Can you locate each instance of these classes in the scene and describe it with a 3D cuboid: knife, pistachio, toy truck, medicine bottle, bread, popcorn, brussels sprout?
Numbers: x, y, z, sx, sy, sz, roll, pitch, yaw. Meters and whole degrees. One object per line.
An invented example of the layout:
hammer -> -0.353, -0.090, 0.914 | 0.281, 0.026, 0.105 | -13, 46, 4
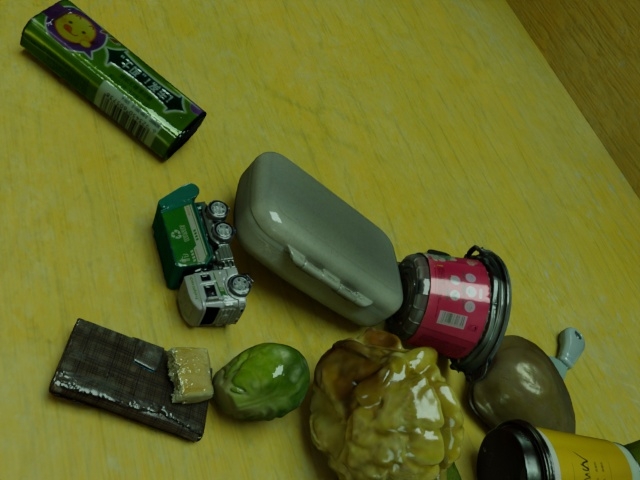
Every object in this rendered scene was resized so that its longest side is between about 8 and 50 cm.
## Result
knife -> 0.598, 0.320, 1.556 | 0.080, 0.044, 0.331 | 48, 43, 3
pistachio -> 0.443, 0.334, 1.315 | 0.260, 0.163, 0.213 | 45, 73, -4
toy truck -> -0.209, 0.024, 1.070 | 0.124, 0.114, 0.253 | -6, 60, -27
medicine bottle -> 0.000, 0.000, 1.208 | 0.375, 0.123, 0.282 | 34, 31, -26
bread -> -0.195, 0.202, 0.930 | 0.070, 0.035, 0.083 | 6, 59, -46
popcorn -> 0.109, 0.302, 0.992 | 0.225, 0.265, 0.332 | 18, 65, -35
brussels sprout -> -0.088, 0.226, 0.974 | 0.155, 0.155, 0.117 | -16, 70, -46

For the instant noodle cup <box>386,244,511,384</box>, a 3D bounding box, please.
instant noodle cup -> 0.247, 0.129, 1.277 | 0.181, 0.258, 0.302 | 14, 48, -13

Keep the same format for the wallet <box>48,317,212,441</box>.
wallet -> -0.268, 0.207, 0.911 | 0.230, 0.042, 0.124 | 27, 40, -23

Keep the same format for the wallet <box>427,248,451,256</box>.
wallet -> 0.307, 0.093, 1.512 | 0.082, 0.018, 0.156 | 15, 48, -30

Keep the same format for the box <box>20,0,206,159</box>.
box -> -0.395, -0.308, 1.204 | 0.345, 0.097, 0.134 | 38, 49, -8

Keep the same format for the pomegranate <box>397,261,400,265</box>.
pomegranate -> 0.213, 0.074, 1.415 | 0.073, 0.073, 0.084 | 4, 37, -38

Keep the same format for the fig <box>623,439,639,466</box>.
fig -> 0.721, 0.528, 1.267 | 0.258, 0.326, 0.258 | 51, 9, -12

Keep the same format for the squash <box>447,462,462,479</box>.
squash -> 0.208, 0.415, 1.104 | 0.184, 0.085, 0.192 | 32, 43, -13

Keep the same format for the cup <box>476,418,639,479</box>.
cup -> 0.449, 0.441, 1.167 | 0.280, 0.196, 0.196 | 7, 51, -18
